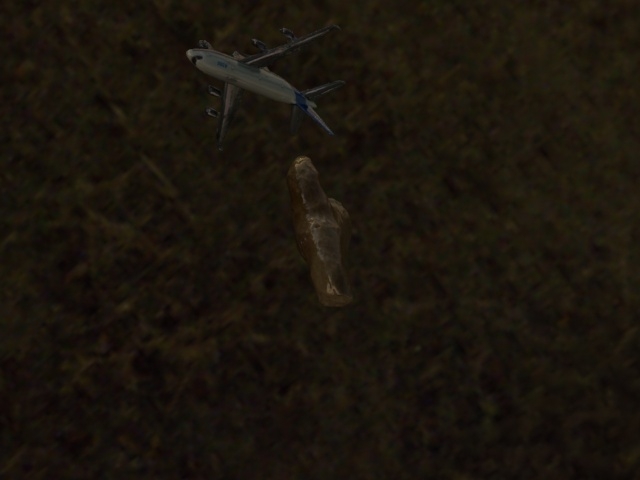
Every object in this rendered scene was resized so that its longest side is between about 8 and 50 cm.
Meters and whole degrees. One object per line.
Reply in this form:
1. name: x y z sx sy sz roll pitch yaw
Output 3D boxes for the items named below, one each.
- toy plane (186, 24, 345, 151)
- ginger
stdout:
1. toy plane: -0.026 -0.067 0.612 0.084 0.078 0.024 24 32 -41
2. ginger: 0.000 0.000 0.787 0.048 0.030 0.097 44 25 -53
